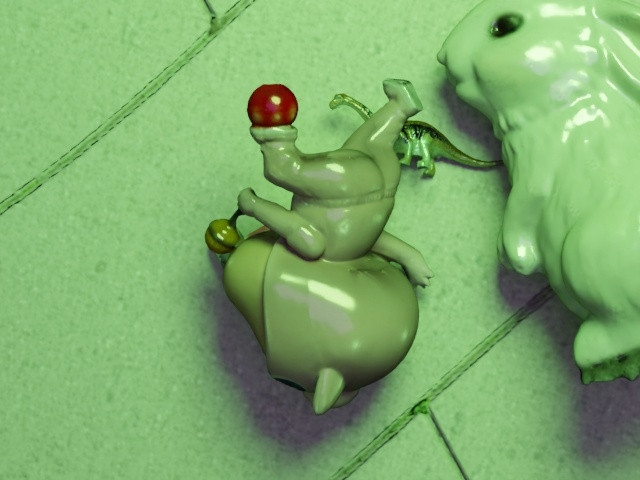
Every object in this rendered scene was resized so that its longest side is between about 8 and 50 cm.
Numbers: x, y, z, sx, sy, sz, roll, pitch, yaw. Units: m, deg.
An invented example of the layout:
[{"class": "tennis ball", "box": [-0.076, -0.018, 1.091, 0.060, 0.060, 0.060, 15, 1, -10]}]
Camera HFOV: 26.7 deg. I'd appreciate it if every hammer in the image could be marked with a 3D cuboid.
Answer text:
[{"class": "hammer", "box": [-0.059, -0.003, 1.253, 0.083, 0.031, 0.053, -30, 92, -9]}]

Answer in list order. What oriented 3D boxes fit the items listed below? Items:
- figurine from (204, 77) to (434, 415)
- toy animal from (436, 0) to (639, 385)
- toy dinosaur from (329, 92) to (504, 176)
[{"class": "figurine", "box": [0.000, 0.000, 1.182, 0.186, 0.176, 0.288, 9, 109, 21]}, {"class": "toy animal", "box": [0.254, -0.067, 1.164, 0.257, 0.194, 0.357, -24, 81, 25]}, {"class": "toy dinosaur", "box": [0.089, -0.082, 1.238, 0.180, 0.037, 0.058, 19, 83, -17]}]
